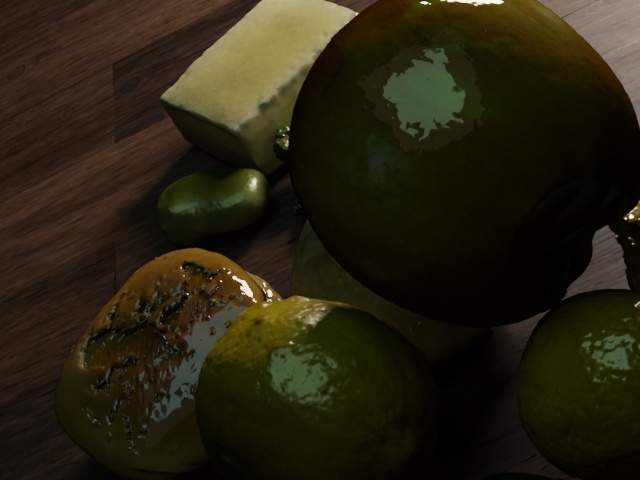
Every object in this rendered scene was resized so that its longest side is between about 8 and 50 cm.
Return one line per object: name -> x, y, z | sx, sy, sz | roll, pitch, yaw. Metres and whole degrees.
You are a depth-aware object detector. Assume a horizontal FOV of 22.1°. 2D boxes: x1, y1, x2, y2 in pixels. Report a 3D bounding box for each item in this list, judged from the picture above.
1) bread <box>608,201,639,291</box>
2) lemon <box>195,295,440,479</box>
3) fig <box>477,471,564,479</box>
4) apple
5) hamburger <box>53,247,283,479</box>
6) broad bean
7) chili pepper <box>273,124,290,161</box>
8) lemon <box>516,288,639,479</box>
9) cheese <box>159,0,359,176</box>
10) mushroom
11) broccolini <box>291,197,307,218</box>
bread -> 0.405, 0.031, 1.720 | 0.133, 0.179, 0.250 | -42, 36, -4
lemon -> 0.000, 0.190, 1.800 | 0.284, 0.260, 0.260 | -8, 43, 38
fig -> 0.208, 0.298, 1.572 | 0.195, 0.195, 0.245 | 0, 29, 38
apple -> 0.166, -0.085, 1.711 | 0.374, 0.384, 0.374 | -4, 84, 41
hamburger -> -0.167, 0.165, 2.033 | 0.284, 0.174, 0.304 | 32, 82, 39
broad bean -> -0.155, -0.050, 2.347 | 0.174, 0.082, 0.124 | -14, 40, 11
chili pepper -> 0.030, -0.127, 2.282 | 0.204, 0.073, 0.072 | 0, 15, 25
lemon -> 0.299, 0.147, 1.642 | 0.204, 0.204, 0.260 | -52, 16, -23
cheese -> -0.072, -0.239, 2.452 | 0.265, 0.124, 0.242 | -44, 41, -14
mushroom -> 0.109, 0.025, 1.955 | 0.292, 0.212, 0.217 | -31, 28, -5
broccolini -> -0.008, -0.002, 2.192 | 0.254, 0.057, 0.071 | -86, 16, -51
